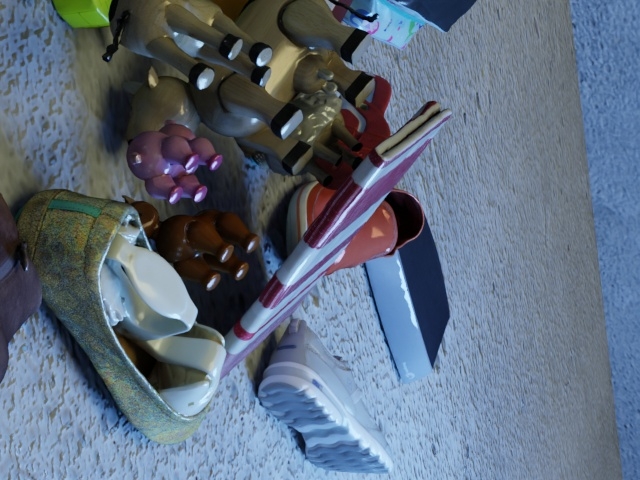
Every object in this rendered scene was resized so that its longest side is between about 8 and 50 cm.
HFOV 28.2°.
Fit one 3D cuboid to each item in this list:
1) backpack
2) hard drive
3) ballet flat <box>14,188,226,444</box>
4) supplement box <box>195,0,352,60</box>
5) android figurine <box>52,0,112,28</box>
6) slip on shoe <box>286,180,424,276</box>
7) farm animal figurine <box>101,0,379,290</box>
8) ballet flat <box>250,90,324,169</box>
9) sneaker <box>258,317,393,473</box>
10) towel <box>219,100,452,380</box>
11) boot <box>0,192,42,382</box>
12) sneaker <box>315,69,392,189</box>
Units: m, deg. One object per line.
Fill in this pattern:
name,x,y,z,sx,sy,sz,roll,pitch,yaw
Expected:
backpack,0.064,-0.365,1.553,0.253,0.191,0.225,51,17,15
hard drive,0.132,0.068,1.875,0.172,0.054,0.254,-64,144,-48
ballet flat,-0.149,0.082,1.137,0.348,0.123,0.123,63,34,-46
supplement box,-0.064,-0.301,1.351,0.194,0.129,0.191,-66,145,-46
android figurine,-0.201,-0.303,1.127,0.248,0.056,0.272,-63,142,-49
slip on shoe,0.043,-0.019,1.618,0.331,0.101,0.123,-15,104,-65
farm animal figurine,-0.093,-0.140,1.155,0.327,0.172,0.330,-40,154,-33
ballet flat,-0.024,-0.158,1.510,0.206,0.067,0.073,-71,147,-41
sneaker,0.024,0.198,1.545,0.281,0.105,0.115,58,37,-49
towel,0.000,0.000,1.325,0.037,0.329,0.237,41,27,4
boot,-0.285,0.004,0.902,0.207,0.090,0.248,-75,153,-60
sneaker,0.032,-0.098,1.522,0.221,0.087,0.128,-64,172,-50
